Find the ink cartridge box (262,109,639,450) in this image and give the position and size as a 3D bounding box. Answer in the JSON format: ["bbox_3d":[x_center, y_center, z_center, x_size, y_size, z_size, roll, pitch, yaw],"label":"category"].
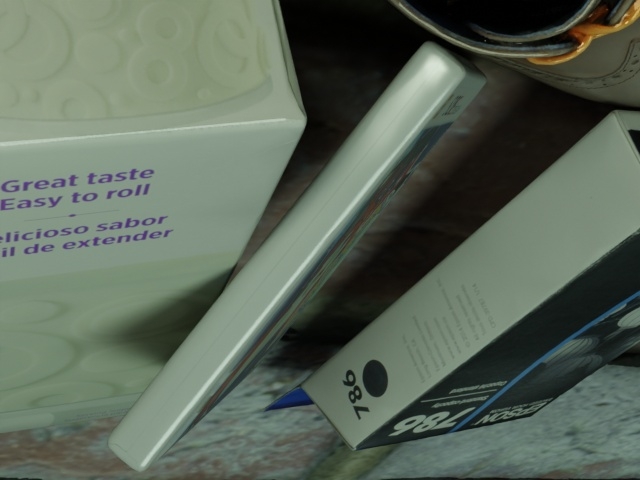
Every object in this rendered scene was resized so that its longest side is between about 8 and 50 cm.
[{"bbox_3d":[0.120,0.045,0.744,0.165,0.065,0.332,-3,152,-39],"label":"ink cartridge box"}]

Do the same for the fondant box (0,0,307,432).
[{"bbox_3d":[-0.163,-0.002,0.501,0.238,0.096,0.330,-6,158,-17],"label":"fondant box"}]

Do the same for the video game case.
[{"bbox_3d":[0.000,0.000,0.563,0.201,0.023,0.183,-51,176,11],"label":"video game case"}]

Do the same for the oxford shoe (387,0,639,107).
[{"bbox_3d":[0.077,-0.107,0.487,0.130,0.133,0.363,-37,146,25],"label":"oxford shoe"}]
